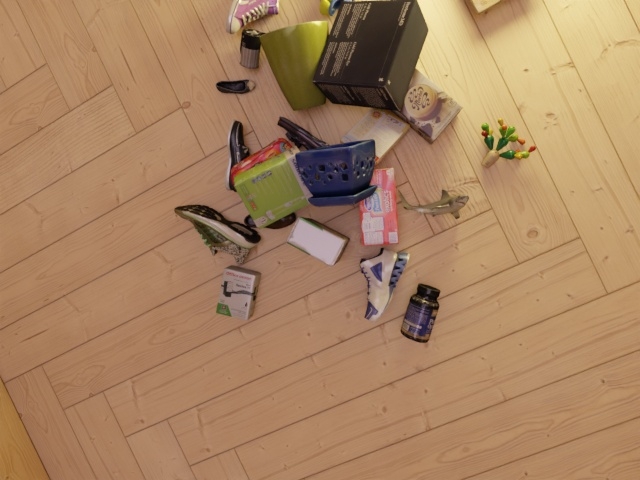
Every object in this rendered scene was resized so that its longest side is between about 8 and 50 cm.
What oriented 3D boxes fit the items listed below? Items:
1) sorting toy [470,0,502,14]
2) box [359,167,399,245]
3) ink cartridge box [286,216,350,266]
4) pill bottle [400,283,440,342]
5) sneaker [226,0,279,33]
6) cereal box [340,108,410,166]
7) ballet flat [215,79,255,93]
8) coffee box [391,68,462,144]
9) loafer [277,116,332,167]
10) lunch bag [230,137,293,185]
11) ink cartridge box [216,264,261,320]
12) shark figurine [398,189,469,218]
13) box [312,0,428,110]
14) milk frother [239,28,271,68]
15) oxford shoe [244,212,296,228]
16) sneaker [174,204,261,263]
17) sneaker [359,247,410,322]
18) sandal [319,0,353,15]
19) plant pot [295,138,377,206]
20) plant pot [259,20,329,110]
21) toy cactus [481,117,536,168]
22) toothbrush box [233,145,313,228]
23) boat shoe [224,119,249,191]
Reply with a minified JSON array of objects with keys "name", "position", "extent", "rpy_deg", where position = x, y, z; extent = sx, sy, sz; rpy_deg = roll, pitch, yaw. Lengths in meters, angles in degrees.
[{"name":"sorting toy","position":[0.654,-1.029,1.637],"extent":[0.256,0.089,0.256],"rpy_deg":[-28,89,11]},{"name":"box","position":[0.234,-0.133,1.749],"extent":[0.153,0.142,0.301],"rpy_deg":[-5,93,10]},{"name":"ink cartridge box","position":[0.000,0.000,1.731],"extent":[0.201,0.278,0.117],"rpy_deg":[28,95,6]},{"name":"pill bottle","position":[0.414,0.295,1.763],"extent":[0.122,0.123,0.220],"rpy_deg":[17,97,8]},{"name":"sneaker","position":[-0.264,-0.948,1.767],"extent":[0.160,0.102,0.282],"rpy_deg":[30,83,0]},{"name":"cereal box","position":[0.217,-0.418,1.717],"extent":[0.173,0.047,0.240],"rpy_deg":[39,74,14]},{"name":"ballet flat","position":[-0.366,-0.663,1.853],"extent":[0.172,0.049,0.058],"rpy_deg":[-2,95,9]},{"name":"coffee box","position":[0.386,-0.545,1.703],"extent":[0.297,0.119,0.168],"rpy_deg":[41,100,4]},{"name":"loafer","position":[-0.063,-0.406,1.799],"extent":[0.302,0.109,0.095],"rpy_deg":[33,103,3]},{"name":"lunch bag","position":[-0.201,-0.253,1.796],"extent":[0.293,0.120,0.258],"rpy_deg":[-33,115,2]},{"name":"ink cartridge box","position":[-0.362,0.229,1.904],"extent":[0.152,0.087,0.209],"rpy_deg":[12,95,8]},{"name":"shark figurine","position":[0.466,-0.159,1.749],"extent":[0.277,0.166,0.116],"rpy_deg":[-2,68,27]},{"name":"box","position":[0.188,-0.693,1.613],"extent":[0.312,0.178,0.344],"rpy_deg":[18,86,32]},{"name":"milk frother","position":[-0.265,-0.809,1.808],"extent":[0.143,0.129,0.135],"rpy_deg":[0,134,-18]},{"name":"oxford shoe","position":[-0.218,-0.085,1.850],"extent":[0.226,0.096,0.083],"rpy_deg":[-7,93,4]},{"name":"sneaker","position":[-0.474,-0.022,1.880],"extent":[0.409,0.158,0.182],"rpy_deg":[27,107,9]},{"name":"sneaker","position":[0.229,0.165,1.793],"extent":[0.182,0.127,0.316],"rpy_deg":[24,91,10]},{"name":"sandal","position":[0.130,-1.025,1.715],"extent":[0.138,0.126,0.318],"rpy_deg":[33,107,2]},{"name":"plant pot","position":[0.072,-0.246,1.596],"extent":[0.235,0.236,0.212],"rpy_deg":[-1,107,31]},{"name":"plant pot","position":[-0.073,-0.682,1.719],"extent":[0.274,0.275,0.294],"rpy_deg":[-9,109,10]},{"name":"toy cactus","position":[0.706,-0.362,1.684],"extent":[0.218,0.112,0.181],"rpy_deg":[33,109,-3]},{"name":"toothbrush box","position":[-0.169,-0.208,1.688],"extent":[0.283,0.122,0.206],"rpy_deg":[-27,117,1]},{"name":"boat shoe","position":[-0.346,-0.360,1.849],"extent":[0.091,0.114,0.303],"rpy_deg":[8,108,9]}]
